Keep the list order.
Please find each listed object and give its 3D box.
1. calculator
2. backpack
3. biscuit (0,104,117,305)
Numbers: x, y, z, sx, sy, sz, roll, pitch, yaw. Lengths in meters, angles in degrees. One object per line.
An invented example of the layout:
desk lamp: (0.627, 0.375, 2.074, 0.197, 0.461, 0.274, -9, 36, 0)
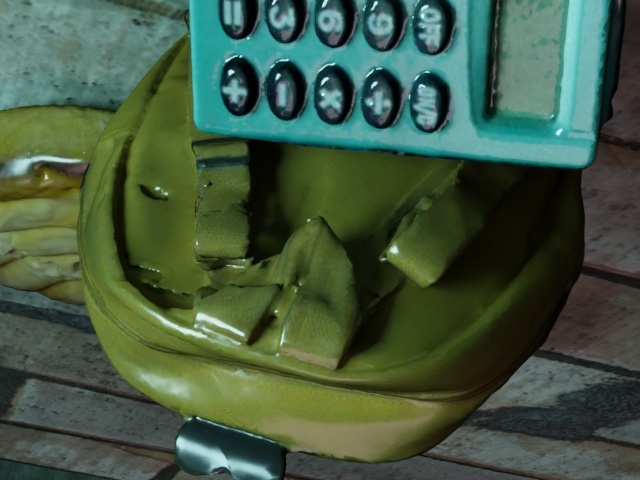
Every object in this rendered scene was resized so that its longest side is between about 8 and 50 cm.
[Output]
calculator: (0.043, -0.163, 0.887, 0.274, 0.058, 0.248, 6, 119, 9)
backpack: (-0.002, -0.005, 1.050, 0.354, 0.378, 0.201, 13, 129, 17)
biscuit: (-0.197, -0.031, 1.372, 0.296, 0.102, 0.296, 5, 154, 3)
